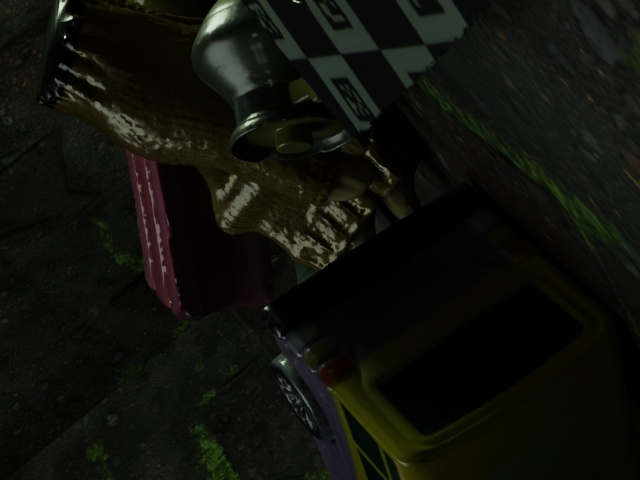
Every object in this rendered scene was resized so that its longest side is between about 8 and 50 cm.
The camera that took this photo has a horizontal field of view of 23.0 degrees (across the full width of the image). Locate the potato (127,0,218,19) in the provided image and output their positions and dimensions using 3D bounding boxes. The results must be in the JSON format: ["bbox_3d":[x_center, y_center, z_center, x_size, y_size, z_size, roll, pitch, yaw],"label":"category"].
[{"bbox_3d":[-0.135,-0.253,1.382,0.090,0.117,0.225,37,161,42],"label":"potato"}]

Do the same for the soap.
[{"bbox_3d":[-0.160,-0.106,1.837,0.233,0.128,0.360,-149,49,-70],"label":"soap"}]

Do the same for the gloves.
[{"bbox_3d":[-0.067,-0.102,1.304,0.356,0.155,0.203,31,169,-13],"label":"gloves"}]

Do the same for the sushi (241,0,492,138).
[{"bbox_3d":[-0.031,-0.228,0.829,0.339,0.069,0.320,51,168,1],"label":"sushi"}]

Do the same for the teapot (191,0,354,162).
[{"bbox_3d":[-0.020,-0.129,1.143,0.165,0.130,0.119,-33,63,59],"label":"teapot"}]

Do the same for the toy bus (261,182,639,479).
[{"bbox_3d":[0.138,0.204,1.292,0.249,0.209,0.440,44,160,44],"label":"toy bus"}]

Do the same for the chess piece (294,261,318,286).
[{"bbox_3d":[0.000,0.000,1.890,0.299,0.194,0.194,58,-179,29],"label":"chess piece"}]
